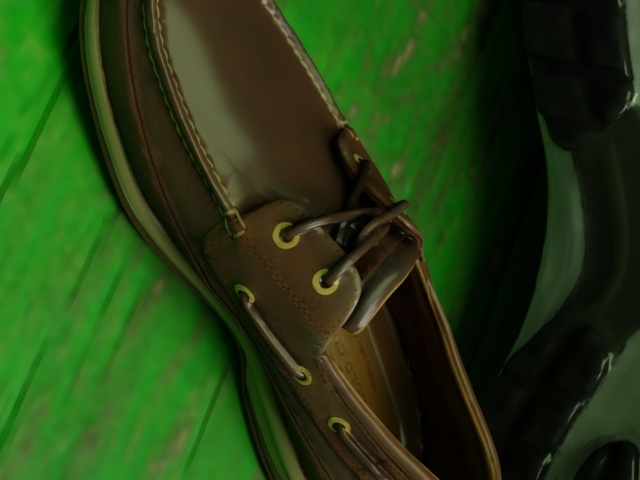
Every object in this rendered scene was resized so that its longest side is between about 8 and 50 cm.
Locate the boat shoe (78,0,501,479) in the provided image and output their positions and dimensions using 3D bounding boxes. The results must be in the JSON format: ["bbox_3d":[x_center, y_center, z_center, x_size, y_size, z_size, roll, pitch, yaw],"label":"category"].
[{"bbox_3d":[0.000,0.001,0.364,0.064,0.060,0.178,-40,116,-35],"label":"boat shoe"}]

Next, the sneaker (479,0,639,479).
[{"bbox_3d":[0.146,0.050,0.455,0.182,0.158,0.410,20,81,-53],"label":"sneaker"}]
